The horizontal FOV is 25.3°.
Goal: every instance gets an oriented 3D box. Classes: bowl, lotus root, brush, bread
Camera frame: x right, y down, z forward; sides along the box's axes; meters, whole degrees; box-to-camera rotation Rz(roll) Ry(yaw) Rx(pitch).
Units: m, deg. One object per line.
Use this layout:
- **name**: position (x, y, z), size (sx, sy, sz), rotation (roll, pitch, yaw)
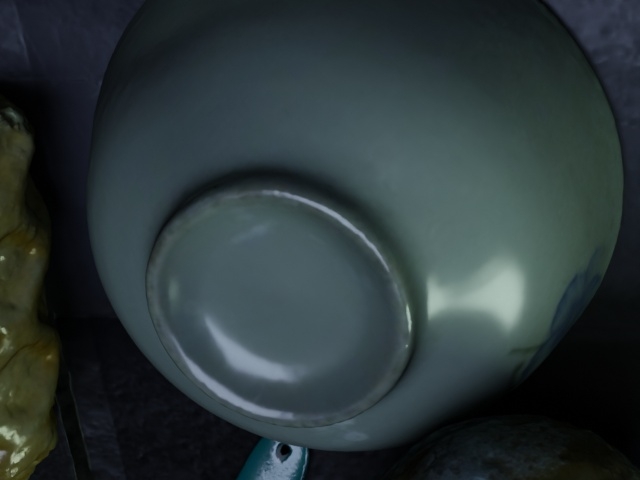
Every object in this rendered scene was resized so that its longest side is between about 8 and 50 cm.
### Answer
- **bowl**: position (0.000, 0.000, 0.709), size (0.289, 0.146, 0.289), rotation (7, 120, 12)
- **lotus root**: position (0.082, 0.182, 0.741), size (0.175, 0.175, 0.349), rotation (26, 160, 1)
- **brush**: position (-0.051, 0.193, 0.899), size (0.043, 0.032, 0.193), rotation (27, 110, 6)
- **bread**: position (-0.225, 0.036, 0.804), size (0.152, 0.130, 0.267), rotation (4, 120, 9)
